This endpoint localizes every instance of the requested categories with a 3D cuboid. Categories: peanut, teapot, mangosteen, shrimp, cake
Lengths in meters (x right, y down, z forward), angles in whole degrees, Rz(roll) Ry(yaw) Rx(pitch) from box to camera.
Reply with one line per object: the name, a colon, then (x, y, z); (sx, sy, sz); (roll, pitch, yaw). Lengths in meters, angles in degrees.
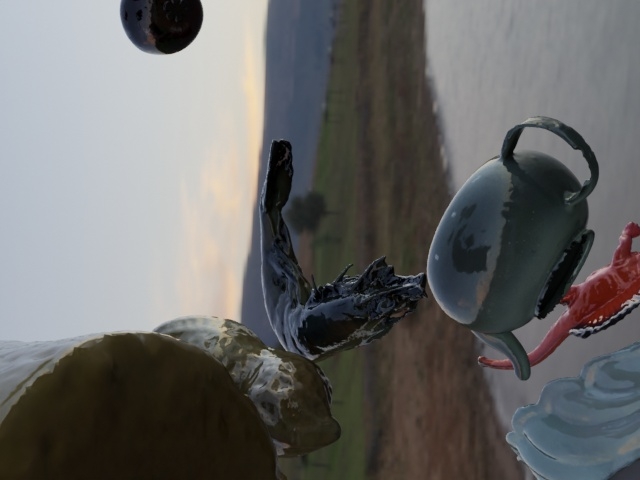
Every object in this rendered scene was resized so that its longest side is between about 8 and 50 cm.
peanut: (-0.064, 0.124, 0.894); (0.104, 0.228, 0.085); (-10, -70, -44)
teapot: (0.198, 0.006, 1.064); (0.193, 0.129, 0.294); (-35, -31, -44)
mangosteen: (-0.154, -0.216, 1.009); (0.081, 0.081, 0.081); (3, -90, -89)
shrimp: (0.000, 0.000, 0.877); (0.262, 0.051, 0.198); (-23, 80, 63)
cake: (-0.216, 0.219, 0.638); (0.332, 0.321, 0.332); (26, -120, -58)

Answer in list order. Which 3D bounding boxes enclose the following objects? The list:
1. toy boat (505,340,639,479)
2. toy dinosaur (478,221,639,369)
toy boat: (0.285, 0.171, 0.934); (0.290, 0.199, 0.100); (111, 155, -50)
toy dinosaur: (0.289, 0.087, 1.150); (0.286, 0.070, 0.139); (-40, 12, 19)
